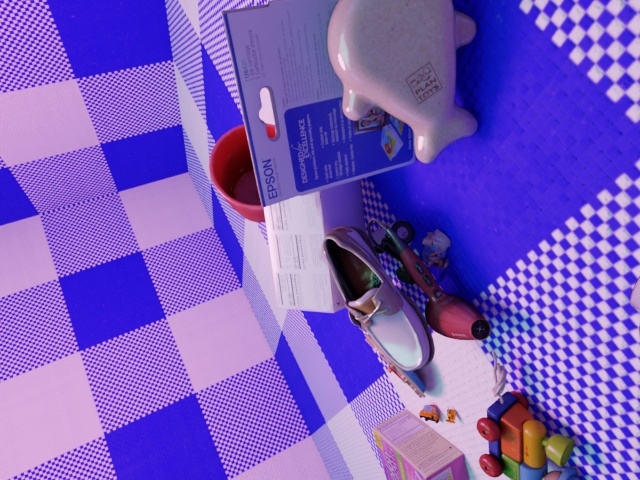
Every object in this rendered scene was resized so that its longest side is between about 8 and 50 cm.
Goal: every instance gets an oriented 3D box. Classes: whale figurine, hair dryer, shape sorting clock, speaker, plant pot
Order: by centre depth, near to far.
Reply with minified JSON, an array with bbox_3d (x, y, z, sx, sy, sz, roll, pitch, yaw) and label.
[{"bbox_3d":[0.122,-0.250,0.671,0.272,0.216,0.141,50,-171,-26],"label":"whale figurine"},{"bbox_3d":[0.194,0.095,0.850,0.293,0.080,0.223,41,177,44],"label":"hair dryer"},{"bbox_3d":[0.147,-0.005,1.006,0.055,0.055,0.136,68,159,2],"label":"speaker"},{"bbox_3d":[0.182,0.312,1.145,0.206,0.040,0.206,43,172,8],"label":"shape sorting clock"},{"bbox_3d":[-0.184,-0.181,1.406,0.243,0.275,0.275,107,138,-73],"label":"plant pot"}]

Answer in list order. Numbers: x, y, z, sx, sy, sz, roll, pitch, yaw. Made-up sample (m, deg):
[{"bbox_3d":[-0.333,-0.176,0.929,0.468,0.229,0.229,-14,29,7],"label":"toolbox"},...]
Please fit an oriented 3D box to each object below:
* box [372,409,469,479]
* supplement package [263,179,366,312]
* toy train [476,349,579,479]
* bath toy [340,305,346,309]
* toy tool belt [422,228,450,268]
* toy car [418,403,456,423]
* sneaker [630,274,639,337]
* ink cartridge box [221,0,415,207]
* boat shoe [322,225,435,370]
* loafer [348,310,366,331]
[{"bbox_3d":[0.266,0.606,1.197,0.243,0.117,0.213,17,125,65],"label":"box"},{"bbox_3d":[0.000,0.000,1.026,0.145,0.204,0.261,1,104,29],"label":"supplement package"},{"bbox_3d":[0.347,0.313,0.761,0.143,0.105,0.248,20,128,50],"label":"toy train"},{"bbox_3d":[0.037,0.045,1.245,0.129,0.151,0.348,1,117,19],"label":"bath toy"},{"bbox_3d":[0.212,0.023,0.875,0.052,0.051,0.083,46,149,47],"label":"toy tool belt"},{"bbox_3d":[0.291,0.415,1.100,0.122,0.060,0.040,-20,47,53],"label":"toy car"},{"bbox_3d":[0.348,0.053,0.383,0.123,0.106,0.290,37,-177,42],"label":"sneaker"},{"bbox_3d":[0.012,-0.239,0.760,0.072,0.307,0.303,-131,28,-55],"label":"ink cartridge box"},{"bbox_3d":[0.094,0.111,0.850,0.113,0.103,0.302,-39,76,24],"label":"boat shoe"},{"bbox_3d":[0.121,0.159,1.065,0.319,0.112,0.112,101,-177,-76],"label":"loafer"}]
